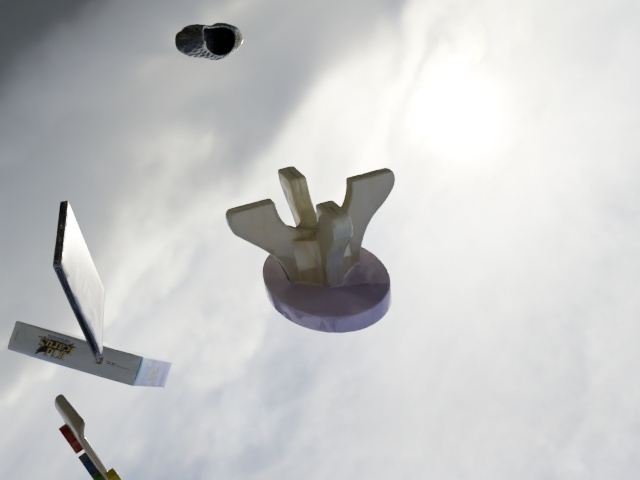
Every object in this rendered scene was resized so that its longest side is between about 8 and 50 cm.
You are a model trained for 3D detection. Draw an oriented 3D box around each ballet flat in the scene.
[{"bbox_3d":[-0.160,-0.303,1.325,0.049,0.058,0.173,5,-164,22],"label":"ballet flat"}]

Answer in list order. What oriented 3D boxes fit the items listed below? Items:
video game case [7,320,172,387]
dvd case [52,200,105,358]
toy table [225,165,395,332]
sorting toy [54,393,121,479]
[{"bbox_3d":[-0.435,0.226,1.678,0.269,0.244,0.061,78,27,-79],"label":"video game case"},{"bbox_3d":[-0.403,0.067,1.465,0.018,0.221,0.165,-11,-139,-3],"label":"dvd case"},{"bbox_3d":[0.000,0.000,1.257,0.252,0.161,0.274,-21,-153,-25],"label":"toy table"},{"bbox_3d":[-0.418,0.426,1.617,0.041,0.229,0.307,-30,-161,-22],"label":"sorting toy"}]
